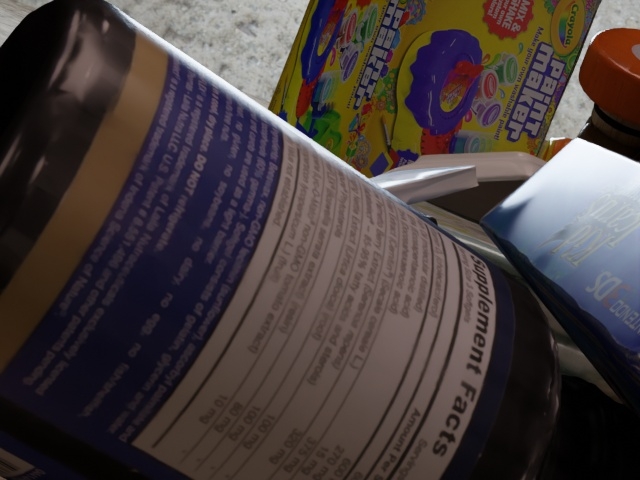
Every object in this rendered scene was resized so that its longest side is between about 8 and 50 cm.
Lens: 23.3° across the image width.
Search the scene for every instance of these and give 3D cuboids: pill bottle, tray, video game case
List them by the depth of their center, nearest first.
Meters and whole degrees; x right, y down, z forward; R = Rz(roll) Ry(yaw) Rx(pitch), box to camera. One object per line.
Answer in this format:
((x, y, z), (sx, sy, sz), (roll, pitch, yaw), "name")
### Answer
((-0.012, 0.038, 0.438), (0.219, 0.123, 0.123), (33, 2, -22), "pill bottle")
((0.169, 0.085, 0.531), (0.244, 0.061, 0.269), (49, 4, -8), "video game case")
((0.172, -0.030, 1.214), (0.145, 0.030, 0.270), (1, -10, 39), "tray")

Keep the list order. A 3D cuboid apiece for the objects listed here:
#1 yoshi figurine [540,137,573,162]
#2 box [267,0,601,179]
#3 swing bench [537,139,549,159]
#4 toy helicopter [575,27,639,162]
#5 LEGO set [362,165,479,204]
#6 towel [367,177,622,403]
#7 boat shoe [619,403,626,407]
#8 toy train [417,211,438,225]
((0.351, 0.038, 1.398), (0.362, 0.203, 0.203), (24, 23, 1), "yoshi figurine")
((0.089, -0.147, 1.508), (0.177, 0.290, 0.279), (19, 7, -22), "box")
((0.261, -0.028, 1.678), (0.253, 0.165, 0.254), (19, 13, -22), "swing bench")
((0.324, -0.012, 0.998), (0.355, 0.140, 0.235), (1, 35, -24), "toy helicopter")
((-0.075, -0.020, 0.675), (0.182, 0.060, 0.244), (-3, 9, 42), "LEGO set")
((0.000, 0.000, 0.993), (0.374, 0.090, 0.320), (21, 4, -7), "towel")
((0.253, 0.127, 0.902), (0.079, 0.084, 0.233), (-21, 34, -20), "boat shoe")
((0.034, 0.046, 0.647), (0.080, 0.105, 0.184), (21, 7, -7), "toy train")
